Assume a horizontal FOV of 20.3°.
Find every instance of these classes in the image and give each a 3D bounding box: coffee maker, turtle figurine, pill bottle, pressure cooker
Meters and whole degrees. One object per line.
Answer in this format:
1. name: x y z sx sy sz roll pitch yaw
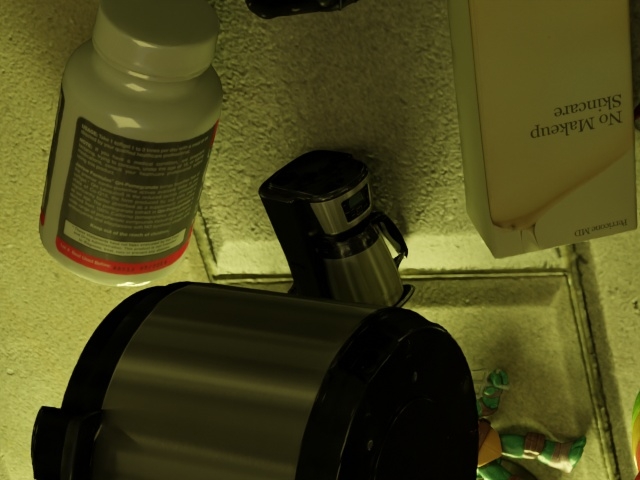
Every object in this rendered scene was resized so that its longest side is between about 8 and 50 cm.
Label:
1. coffee maker: 0.000 0.000 1.995 0.171 0.120 0.178 -6 118 28
2. turtle figurine: 0.180 0.234 2.078 0.234 0.118 0.175 25 85 4
3. pill bottle: -0.205 -0.119 1.970 0.176 0.176 0.319 23 128 8
4. pressure cooker: -0.080 0.228 1.899 0.420 0.375 0.370 7 138 28

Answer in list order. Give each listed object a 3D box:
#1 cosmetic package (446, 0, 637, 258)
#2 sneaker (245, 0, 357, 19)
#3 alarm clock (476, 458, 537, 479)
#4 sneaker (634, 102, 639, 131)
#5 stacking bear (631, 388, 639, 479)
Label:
1. cosmetic package: 0.219 -0.151 1.766 0.160 0.113 0.309 -13 120 -6
2. sneaker: 0.048 -0.283 1.781 0.286 0.130 0.109 -20 110 32
3. alarm clock: 0.193 0.316 2.160 0.192 0.064 0.129 41 128 -2
4. sneaker: 0.417 -0.091 1.772 0.225 0.088 0.093 17 128 13
5. stacking bear: 0.396 0.209 1.850 0.175 0.289 0.164 42 128 -7
